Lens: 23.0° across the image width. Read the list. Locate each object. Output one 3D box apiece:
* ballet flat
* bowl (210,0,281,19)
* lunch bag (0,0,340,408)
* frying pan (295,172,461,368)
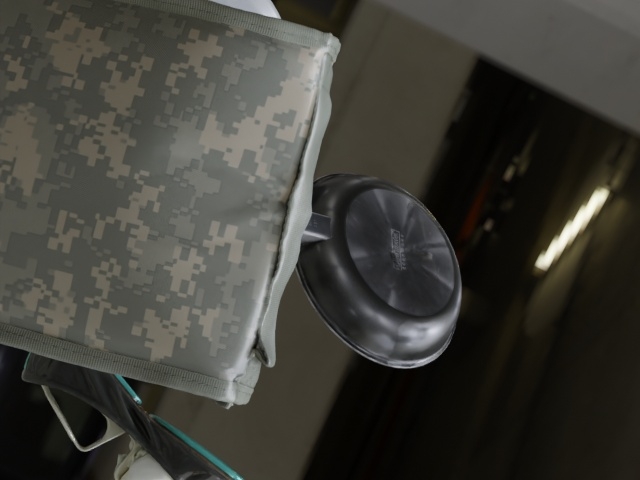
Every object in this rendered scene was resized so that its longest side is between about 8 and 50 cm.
[{"bbox_3d":[-0.208,0.205,1.688,0.096,0.280,0.095,-48,-174,-9],"label":"ballet flat"},{"bbox_3d":[-0.180,-0.140,1.512,0.134,0.297,0.298,-84,-163,-49],"label":"bowl"},{"bbox_3d":[-0.139,-0.040,0.979,0.169,0.287,0.235,29,76,-77],"label":"lunch bag"},{"bbox_3d":[0.010,-0.018,1.413,0.053,0.326,0.197,-35,-157,41],"label":"frying pan"}]
